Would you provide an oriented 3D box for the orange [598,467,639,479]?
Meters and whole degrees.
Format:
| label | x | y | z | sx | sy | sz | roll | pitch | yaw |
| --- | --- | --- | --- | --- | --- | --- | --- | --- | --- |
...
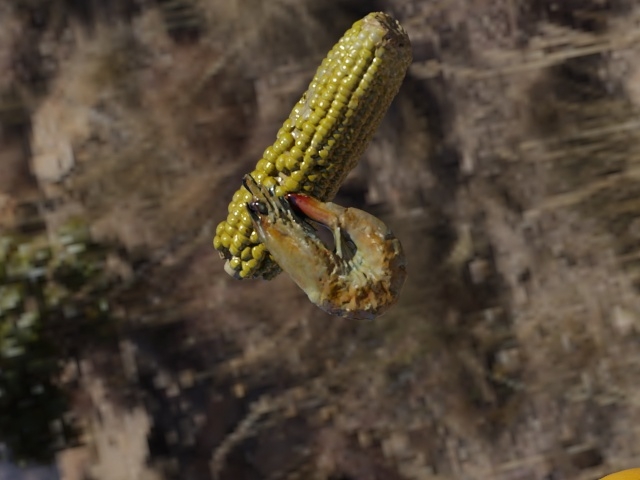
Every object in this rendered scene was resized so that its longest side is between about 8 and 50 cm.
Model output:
| label | x | y | z | sx | sy | sz | roll | pitch | yaw |
| --- | --- | --- | --- | --- | --- | --- | --- | --- | --- |
| orange | 0.272 | 0.316 | 1.269 | 0.312 | 0.312 | 0.312 | 169 | 90 | -75 |

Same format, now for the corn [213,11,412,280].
| label | x | y | z | sx | sy | sz | roll | pitch | yaw |
| --- | --- | --- | --- | --- | --- | --- | --- | --- | --- |
| corn | -0.009 | -0.084 | 1.687 | 0.320 | 0.097 | 0.097 | -57 | 36 | 23 |

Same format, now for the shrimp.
| label | x | y | z | sx | sy | sz | roll | pitch | yaw |
| --- | --- | --- | --- | --- | --- | --- | --- | --- | --- |
| shrimp | 0.000 | 0.000 | 1.600 | 0.190 | 0.101 | 0.042 | 39 | 175 | -7 |
